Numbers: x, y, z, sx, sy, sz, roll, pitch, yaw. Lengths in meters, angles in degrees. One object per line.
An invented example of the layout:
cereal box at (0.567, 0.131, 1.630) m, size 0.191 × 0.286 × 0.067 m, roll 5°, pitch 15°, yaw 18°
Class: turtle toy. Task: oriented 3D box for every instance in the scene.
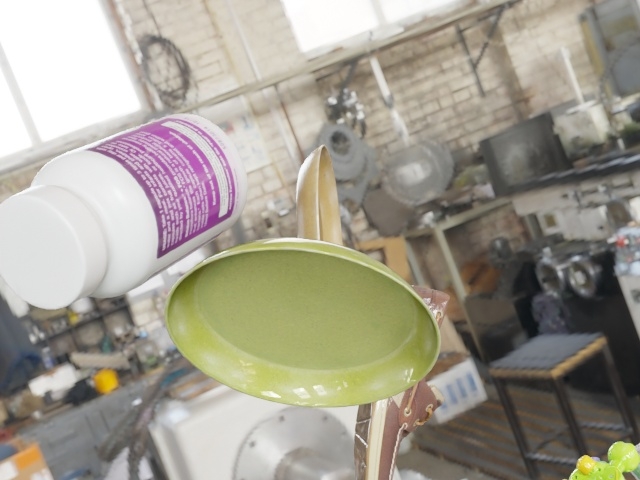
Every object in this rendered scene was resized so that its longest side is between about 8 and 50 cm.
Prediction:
turtle toy at (0.406, 0.344, 1.345) m, size 0.130 × 0.095 × 0.066 m, roll -56°, pitch -16°, yaw 18°

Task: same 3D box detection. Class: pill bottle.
pill bottle at (-0.224, -0.035, 1.074) m, size 0.169 × 0.169 × 0.301 m, roll -19°, pitch 10°, yaw 31°

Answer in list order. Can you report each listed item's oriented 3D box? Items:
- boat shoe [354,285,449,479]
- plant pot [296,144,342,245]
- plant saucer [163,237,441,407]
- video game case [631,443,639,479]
boat shoe at (0.130, 0.236, 1.423) m, size 0.123 × 0.342 × 0.123 m, roll 10°, pitch -5°, yaw -6°
plant pot at (0.000, 0.000, 1.174) m, size 0.032 × 0.236 × 0.236 m, roll -5°, pitch 7°, yaw 7°
plant saucer at (-0.015, 0.070, 0.826) m, size 0.241 × 0.241 × 0.037 m, roll -19°, pitch 43°, yaw 29°
video game case at (0.587, 0.352, 1.384) m, size 0.193 × 0.212 × 0.023 m, roll -39°, pitch 5°, yaw 27°
